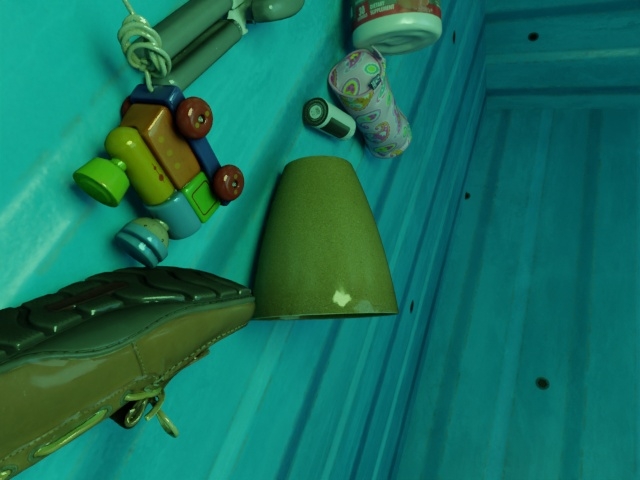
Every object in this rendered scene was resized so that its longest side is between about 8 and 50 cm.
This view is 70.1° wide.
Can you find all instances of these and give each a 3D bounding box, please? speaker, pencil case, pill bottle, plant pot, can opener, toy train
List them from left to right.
[{"bbox_3d":[-0.185,-0.096,0.448,0.143,0.105,0.248,-58,146,-31],"label":"toy train"},{"bbox_3d":[-0.116,-0.274,0.562,0.280,0.093,0.074,-56,145,-34],"label":"can opener"},{"bbox_3d":[0.000,0.000,0.750,0.237,0.236,0.255,19,65,-64],"label":"plant pot"},{"bbox_3d":[0.020,-0.233,0.885,0.136,0.055,0.055,1,96,-65],"label":"speaker"},{"bbox_3d":[0.120,-0.290,0.998,0.284,0.124,0.124,41,61,-61],"label":"pencil case"},{"bbox_3d":[0.138,-0.544,0.885,0.176,0.176,0.319,-15,102,-62],"label":"pill bottle"}]

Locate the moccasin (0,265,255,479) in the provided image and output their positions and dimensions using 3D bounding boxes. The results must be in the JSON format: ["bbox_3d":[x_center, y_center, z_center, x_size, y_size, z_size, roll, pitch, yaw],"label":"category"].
[{"bbox_3d":[-0.200,0.120,0.434,0.380,0.139,0.147,-26,126,-63],"label":"moccasin"}]
